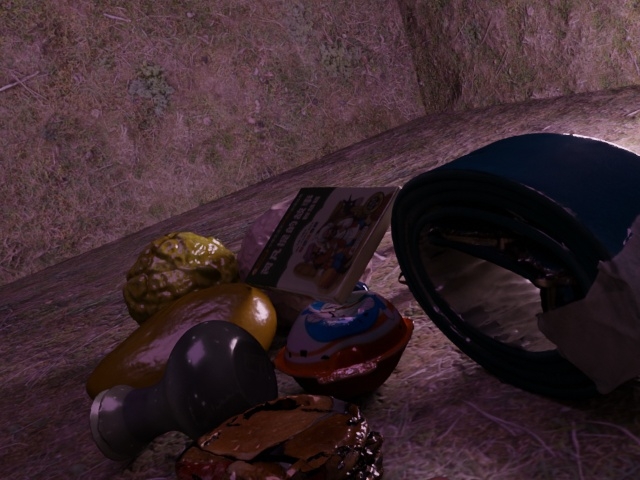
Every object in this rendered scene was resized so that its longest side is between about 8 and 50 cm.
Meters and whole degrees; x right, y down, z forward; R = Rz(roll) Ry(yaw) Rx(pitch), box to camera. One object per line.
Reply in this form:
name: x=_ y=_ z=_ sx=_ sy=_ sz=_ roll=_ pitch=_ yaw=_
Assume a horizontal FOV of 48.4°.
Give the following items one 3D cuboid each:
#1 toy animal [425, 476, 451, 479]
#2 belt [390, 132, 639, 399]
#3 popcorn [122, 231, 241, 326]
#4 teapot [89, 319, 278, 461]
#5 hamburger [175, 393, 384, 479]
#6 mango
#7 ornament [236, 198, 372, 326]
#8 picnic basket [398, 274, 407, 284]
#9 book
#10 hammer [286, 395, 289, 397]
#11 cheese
toy animal: x=0.091 y=0.261 z=0.523 sx=0.198 sy=0.171 sz=0.171 roll=-24 pitch=15 yaw=-1
belt: x=0.268 y=0.028 z=0.899 sx=0.173 sy=0.300 sz=0.436 roll=-24 pitch=19 yaw=-19
popcorn: x=-0.262 y=0.103 z=1.421 sx=0.237 sy=0.206 sz=0.251 roll=-47 pitch=-19 yaw=-19
teapot: x=-0.192 y=0.221 z=0.987 sx=0.251 sy=0.183 sz=0.183 roll=-22 pitch=12 yaw=21
hamburger: x=-0.044 y=0.255 z=0.801 sx=0.231 sy=0.106 sz=0.231 roll=-17 pitch=10 yaw=3
mango: x=-0.209 y=0.183 z=1.181 sx=0.195 sy=0.142 sz=0.332 roll=21 pitch=45 yaw=39
ornament: x=-0.030 y=0.034 z=1.362 sx=0.260 sy=0.225 sz=0.259 roll=-17 pitch=15 yaw=5
picnic basket: x=0.184 y=0.063 z=1.327 sx=0.072 sy=0.072 sz=0.083 roll=-7 pitch=17 yaw=33
book: x=0.000 y=0.000 z=1.133 sx=0.264 sy=0.027 sz=0.202 roll=6 pitch=61 yaw=56
hammer: x=-0.086 y=0.248 z=1.054 sx=0.110 sy=0.019 sz=0.035 roll=-11 pitch=15 yaw=41
cheese: x=0.033 y=0.140 z=1.087 sx=0.217 sy=0.129 sz=0.329 roll=-14 pitch=14 yaw=5
